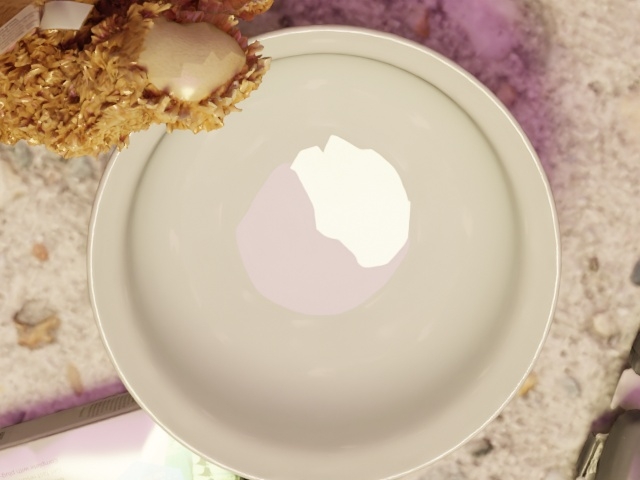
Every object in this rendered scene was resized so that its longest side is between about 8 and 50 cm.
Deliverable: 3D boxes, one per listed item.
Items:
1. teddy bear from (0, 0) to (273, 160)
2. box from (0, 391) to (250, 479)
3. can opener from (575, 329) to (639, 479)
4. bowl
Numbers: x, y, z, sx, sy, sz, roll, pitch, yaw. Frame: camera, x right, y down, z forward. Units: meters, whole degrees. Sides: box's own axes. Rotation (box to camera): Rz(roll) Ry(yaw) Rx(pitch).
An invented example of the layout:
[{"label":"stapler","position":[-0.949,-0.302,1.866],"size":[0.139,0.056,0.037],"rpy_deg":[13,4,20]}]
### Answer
[{"label":"teddy bear","position":[-0.173,-0.107,1.133],"size":[0.338,0.245,0.113],"rpy_deg":[-20,141,12]},{"label":"box","position":[-0.137,0.271,1.319],"size":[0.232,0.058,0.322],"rpy_deg":[-17,105,2]},{"label":"can opener","position":[0.253,0.086,1.266],"size":[0.076,0.095,0.283],"rpy_deg":[21,103,-8]},{"label":"bowl","position":[0.000,0.000,1.215],"size":[0.297,0.134,0.298],"rpy_deg":[-1,104,-3]}]
